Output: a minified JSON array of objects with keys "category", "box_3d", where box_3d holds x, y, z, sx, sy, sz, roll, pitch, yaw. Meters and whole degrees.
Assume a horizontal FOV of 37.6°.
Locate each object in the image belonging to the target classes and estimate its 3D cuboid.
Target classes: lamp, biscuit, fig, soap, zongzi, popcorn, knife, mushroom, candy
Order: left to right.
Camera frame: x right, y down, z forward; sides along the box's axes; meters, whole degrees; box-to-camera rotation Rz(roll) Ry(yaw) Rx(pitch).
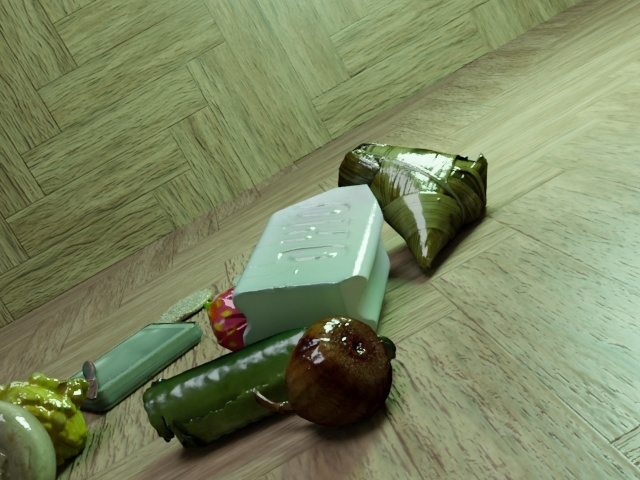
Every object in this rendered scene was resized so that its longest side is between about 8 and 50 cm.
[{"category":"mushroom","box_3d":[-0.514,0.349,1.411,0.207,0.207,0.215,-25,-6,18]},{"category":"popcorn","box_3d":[-0.487,0.303,1.613,0.197,0.156,0.197,-1,-3,0]},{"category":"knife","box_3d":[-0.449,0.271,1.821,0.035,0.018,0.247,-30,15,-10]},{"category":"lamp","box_3d":[-0.395,0.251,1.926,0.266,0.047,0.269,-37,15,-29]},{"category":"biscuit","box_3d":[-0.311,0.157,2.169,0.152,0.020,0.152,-28,14,8]},{"category":"candy","box_3d":[-0.055,0.138,1.559,0.365,0.124,0.124,-1,29,48]},{"category":"fig","box_3d":[-0.010,0.191,1.200,0.201,0.134,0.146,-40,-7,27]},{"category":"soap","box_3d":[0.003,0.034,1.522,0.208,0.115,0.347,-5,26,14]},{"category":"zongzi","box_3d":[0.130,-0.057,1.674,0.285,0.134,0.288,9,42,26]}]

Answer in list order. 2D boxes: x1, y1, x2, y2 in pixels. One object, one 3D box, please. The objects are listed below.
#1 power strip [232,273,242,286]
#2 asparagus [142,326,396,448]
[{"category":"power strip","box_3d":[-0.162,0.103,2.027,0.047,0.030,0.191,-28,13,-2]},{"category":"asparagus","box_3d":[-0.071,0.191,1.336,0.381,0.108,0.128,-24,12,13]}]
